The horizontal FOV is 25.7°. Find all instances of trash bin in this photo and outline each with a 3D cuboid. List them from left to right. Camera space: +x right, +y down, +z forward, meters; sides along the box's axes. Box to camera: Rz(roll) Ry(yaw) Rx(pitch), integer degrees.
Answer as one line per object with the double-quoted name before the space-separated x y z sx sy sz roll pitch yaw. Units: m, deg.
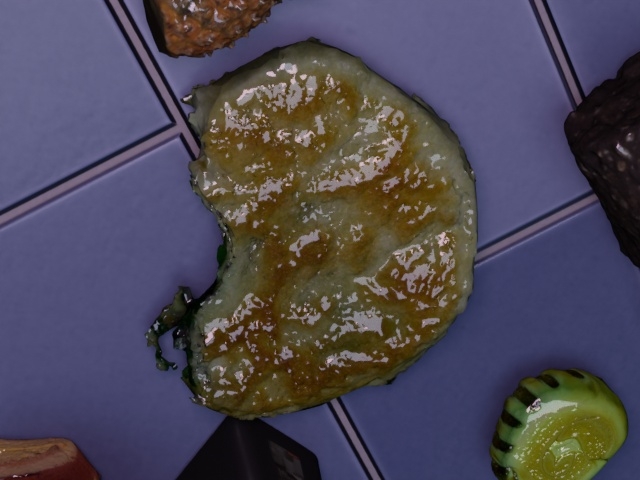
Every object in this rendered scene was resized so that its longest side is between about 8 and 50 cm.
"trash bin" -0.072 0.291 1.289 0.115 0.225 0.165 35 102 -20

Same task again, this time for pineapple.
"pineapple" -0.052 -0.220 1.158 0.198 0.108 0.108 -21 114 -12

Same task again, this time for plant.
"plant" 0.358 -0.014 1.275 0.194 0.181 0.320 -37 109 6

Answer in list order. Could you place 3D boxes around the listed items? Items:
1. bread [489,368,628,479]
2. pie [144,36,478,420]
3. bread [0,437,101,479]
"bread" 0.232 0.190 1.389 0.130 0.071 0.139 18 106 -20
"pie" 0.000 0.000 1.267 0.297 0.078 0.371 4 112 -12
"bread" -0.268 0.246 1.319 0.119 0.067 0.192 -34 114 4
